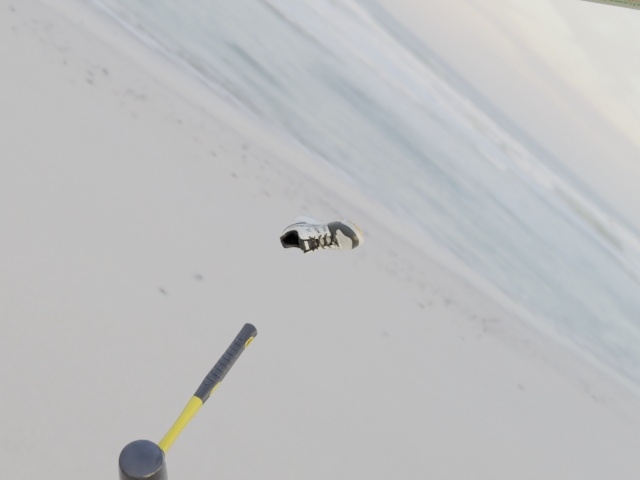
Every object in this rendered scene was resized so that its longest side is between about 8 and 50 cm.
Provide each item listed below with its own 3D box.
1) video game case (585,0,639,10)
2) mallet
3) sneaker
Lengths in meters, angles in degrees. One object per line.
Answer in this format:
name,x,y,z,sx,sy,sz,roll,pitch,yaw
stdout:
video game case,0.302,-0.307,1.225,0.212,0.023,0.193,12,-8,10
mallet,-0.108,0.136,0.939,0.039,0.190,0.062,25,-29,16
sneaker,0.000,0.000,0.988,0.083,0.037,0.032,5,-56,42
